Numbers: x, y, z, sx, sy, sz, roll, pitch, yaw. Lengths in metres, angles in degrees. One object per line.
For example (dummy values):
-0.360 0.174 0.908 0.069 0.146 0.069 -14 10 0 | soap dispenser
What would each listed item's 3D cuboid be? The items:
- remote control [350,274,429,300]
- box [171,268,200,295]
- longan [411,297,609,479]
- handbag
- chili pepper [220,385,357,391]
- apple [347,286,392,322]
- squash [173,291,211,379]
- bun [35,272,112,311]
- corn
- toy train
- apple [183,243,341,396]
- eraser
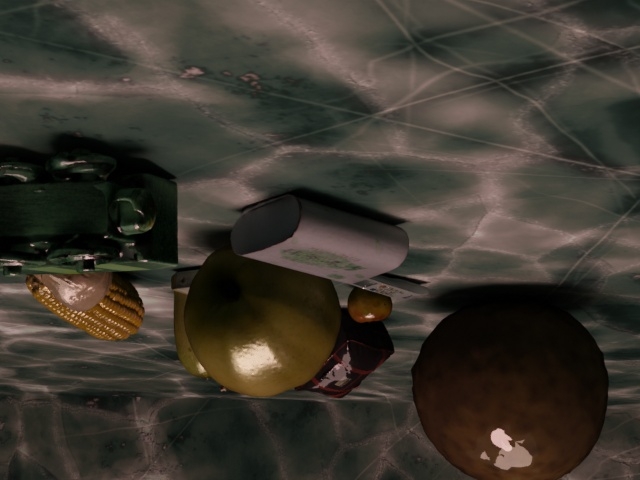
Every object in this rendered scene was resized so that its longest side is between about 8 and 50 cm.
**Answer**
0.128 0.084 2.018 0.162 0.029 0.061 18 156 -31 | remote control
-0.133 0.099 2.074 0.210 0.045 0.270 -9 160 32 | box
0.378 0.295 2.117 0.391 0.391 0.391 2 164 1 | longan
0.043 0.257 2.372 0.169 0.155 0.215 12 134 -44 | handbag
-0.066 0.283 2.536 0.338 0.135 0.131 3 150 -16 | chili pepper
0.098 0.125 2.078 0.089 0.074 0.089 1 166 0 | apple
-0.246 0.193 2.184 0.123 0.187 0.123 -1 170 0 | squash
-0.410 0.028 1.738 0.113 0.166 0.173 -42 169 -1 | bun
-0.437 0.104 1.990 0.130 0.130 0.347 -3 161 18 | corn
-0.346 -0.030 1.478 0.299 0.167 0.238 -2 173 21 | toy train
-0.102 0.134 1.811 0.279 0.279 0.279 2 164 1 | apple
0.000 0.000 1.648 0.227 0.081 0.174 17 158 -39 | eraser
